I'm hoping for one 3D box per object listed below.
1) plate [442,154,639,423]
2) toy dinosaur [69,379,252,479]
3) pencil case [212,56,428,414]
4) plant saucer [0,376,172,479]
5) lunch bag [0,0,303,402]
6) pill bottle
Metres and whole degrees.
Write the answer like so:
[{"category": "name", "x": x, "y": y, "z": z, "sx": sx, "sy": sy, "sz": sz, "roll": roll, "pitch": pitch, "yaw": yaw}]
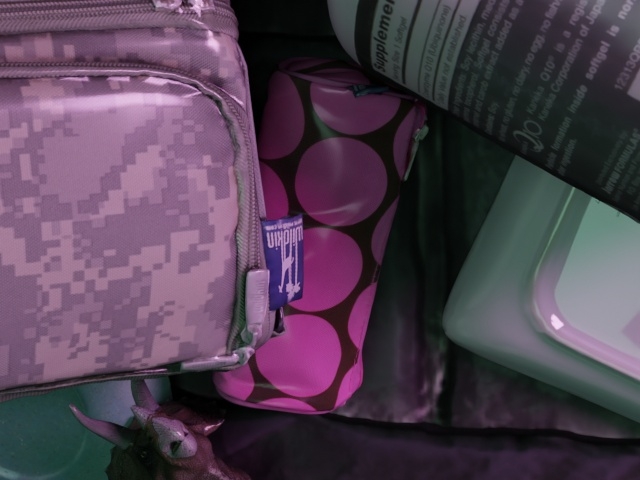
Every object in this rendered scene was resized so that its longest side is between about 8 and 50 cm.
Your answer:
[{"category": "plate", "x": 0.239, "y": -0.006, "z": 0.563, "sx": 0.278, "sy": 0.045, "sz": 0.277, "roll": 24, "pitch": 106, "yaw": 9}, {"category": "toy dinosaur", "x": -0.096, "y": 0.217, "z": 0.669, "sx": 0.160, "sy": 0.121, "sz": 0.313, "roll": 31, "pitch": 121, "yaw": 12}, {"category": "pencil case", "x": 0.000, "y": 0.000, "z": 0.603, "sx": 0.098, "sy": 0.095, "sz": 0.209, "roll": 12, "pitch": 106, "yaw": -4}, {"category": "plant saucer", "x": -0.197, "y": 0.109, "z": 0.683, "sx": 0.195, "sy": 0.037, "sz": 0.195, "roll": 4, "pitch": 112, "yaw": 9}, {"category": "lunch bag", "x": -0.179, "y": -0.042, "z": 0.506, "sx": 0.305, "sy": 0.212, "sz": 0.256, "roll": -7, "pitch": 84, "yaw": -23}, {"category": "pill bottle", "x": 0.104, "y": -0.127, "z": 0.476, "sx": 0.278, "sy": 0.162, "sz": 0.162, "roll": 32, "pitch": 107, "yaw": 16}]
